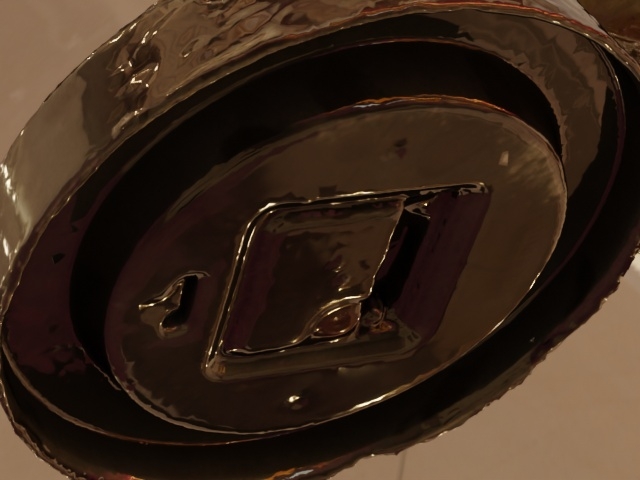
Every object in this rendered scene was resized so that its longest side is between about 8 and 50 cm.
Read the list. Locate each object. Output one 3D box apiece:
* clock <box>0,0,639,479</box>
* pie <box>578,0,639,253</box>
[{"bbox_3d":[0.000,0.000,0.670,0.280,0.055,0.280,-16,-38,-13],"label":"clock"},{"bbox_3d":[0.241,-0.089,1.104,0.306,0.071,0.306,3,-43,3],"label":"pie"}]
